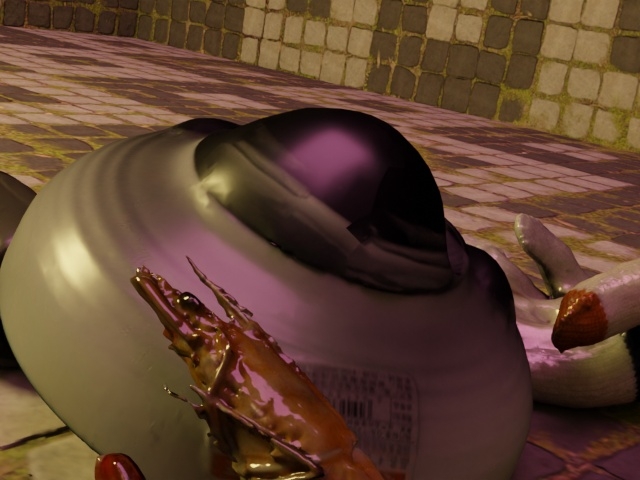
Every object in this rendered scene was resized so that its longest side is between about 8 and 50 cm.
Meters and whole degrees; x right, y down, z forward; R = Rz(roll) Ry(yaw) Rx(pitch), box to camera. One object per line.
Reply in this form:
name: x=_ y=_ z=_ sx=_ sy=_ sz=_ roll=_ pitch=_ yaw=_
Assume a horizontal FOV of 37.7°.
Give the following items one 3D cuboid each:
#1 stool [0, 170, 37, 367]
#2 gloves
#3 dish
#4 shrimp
stool: x=-0.181 y=0.016 z=0.525 sx=0.096 sy=0.096 sz=0.110 roll=-5 pitch=26 yaw=-44
gloves: x=0.184 y=0.050 z=0.598 sx=0.219 sy=0.131 sz=0.140 roll=-24 pitch=22 yaw=-6
dish: x=0.000 y=0.000 z=0.454 sx=0.273 sy=0.133 sz=0.273 roll=22 pitch=24 yaw=-11
shrimp: x=-0.036 y=0.082 z=0.319 sx=0.162 sy=0.095 sz=0.045 roll=52 pitch=1 yaw=19
